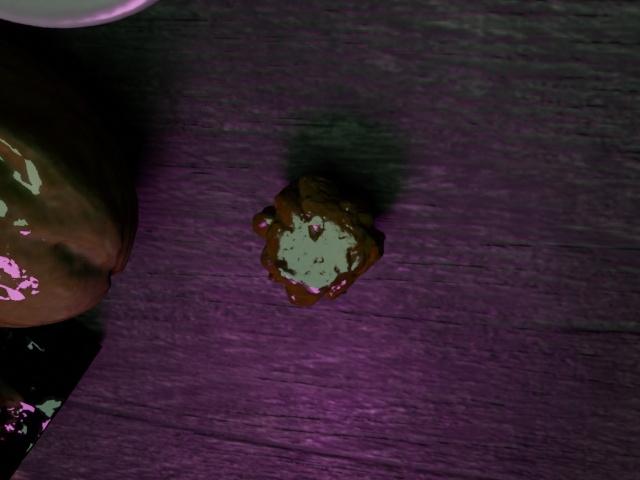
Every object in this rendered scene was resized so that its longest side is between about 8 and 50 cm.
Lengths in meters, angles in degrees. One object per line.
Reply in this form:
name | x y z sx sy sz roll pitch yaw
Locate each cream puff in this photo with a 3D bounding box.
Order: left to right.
cream puff | 0.000 0.000 0.861 0.116 0.094 0.122 2 97 12

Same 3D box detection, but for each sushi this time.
sushi | -0.401 0.162 1.001 0.227 0.212 0.215 35 123 -7

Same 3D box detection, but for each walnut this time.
walnut | -0.284 -0.047 0.832 0.283 0.227 0.283 28 160 11

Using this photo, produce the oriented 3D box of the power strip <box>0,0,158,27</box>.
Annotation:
power strip | -0.167 -0.329 0.667 0.357 0.161 0.358 7 121 11
